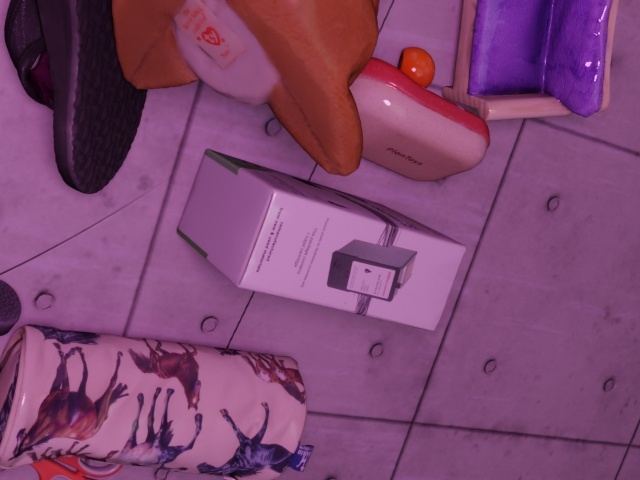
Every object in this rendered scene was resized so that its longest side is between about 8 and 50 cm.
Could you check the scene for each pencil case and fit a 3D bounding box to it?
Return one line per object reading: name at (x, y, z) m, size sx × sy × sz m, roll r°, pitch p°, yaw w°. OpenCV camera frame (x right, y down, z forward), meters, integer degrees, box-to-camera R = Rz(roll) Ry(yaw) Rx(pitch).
pencil case at (-0.211, 0.213, 1.220) m, size 0.410 × 0.160 × 0.183 m, roll 12°, pitch 78°, yaw -32°

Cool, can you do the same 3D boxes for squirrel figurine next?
squirrel figurine at (-0.014, -0.341, 0.999) m, size 0.370 × 0.281 × 0.397 m, roll -56°, pitch 156°, yaw -32°

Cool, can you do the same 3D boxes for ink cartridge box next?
ink cartridge box at (0.000, 0.000, 1.225) m, size 0.289 × 0.211 × 0.121 m, roll 15°, pitch 100°, yaw -33°

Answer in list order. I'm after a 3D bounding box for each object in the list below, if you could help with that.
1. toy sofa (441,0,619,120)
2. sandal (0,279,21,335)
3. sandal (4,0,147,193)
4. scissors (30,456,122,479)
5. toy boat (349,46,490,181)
toy sofa at (0.278, -0.337, 1.263) m, size 0.150 × 0.177 × 0.362 m, roll -6°, pitch 113°, yaw -27°
sandal at (-0.454, 0.055, 1.077) m, size 0.254 × 0.097 × 0.054 m, roll 27°, pitch 121°, yaw -32°
sandal at (-0.260, -0.253, 1.023) m, size 0.167 × 0.107 × 0.445 m, roll -52°, pitch 154°, yaw -47°
scissors at (-0.374, 0.263, 1.236) m, size 0.297 × 0.021 × 0.109 m, roll 30°, pitch 95°, yaw -35°
toy boat at (0.111, -0.181, 1.276) m, size 0.231 × 0.151 × 0.151 m, roll 21°, pitch 68°, yaw -33°
